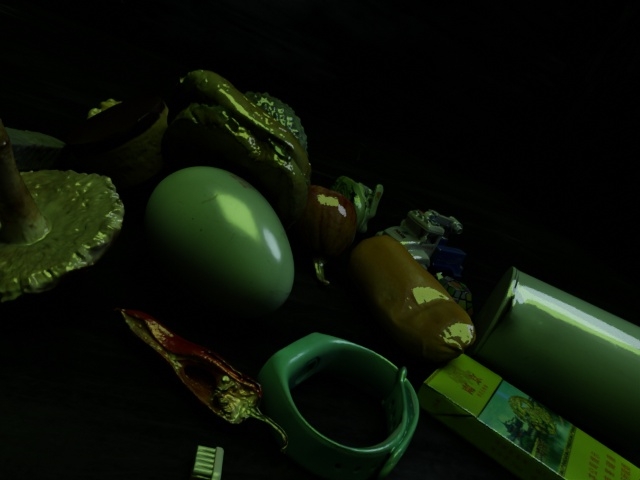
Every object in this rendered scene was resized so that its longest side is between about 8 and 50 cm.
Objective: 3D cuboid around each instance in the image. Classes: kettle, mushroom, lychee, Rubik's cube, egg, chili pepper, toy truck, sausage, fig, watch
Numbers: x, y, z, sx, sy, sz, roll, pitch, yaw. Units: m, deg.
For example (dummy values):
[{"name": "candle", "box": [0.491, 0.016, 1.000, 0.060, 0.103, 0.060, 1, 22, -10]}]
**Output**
[{"name": "kettle", "box": [0.445, 0.197, 1.078, 0.318, 0.205, 0.265, 26, 21, 9]}, {"name": "mushroom", "box": [-0.320, -0.054, 0.649, 0.208, 0.302, 0.233, 40, 48, -10]}, {"name": "lychee", "box": [-0.155, -0.198, 1.321, 0.255, 0.255, 0.274, 23, -15, -9]}, {"name": "Rubik's cube", "box": [0.249, 0.125, 1.178, 0.111, 0.111, 0.093, 28, 45, 6]}, {"name": "egg", "box": [-0.145, 0.003, 0.862, 0.264, 0.183, 0.183, 45, 25, 22]}, {"name": "chili pepper", "box": [-0.138, 0.154, 0.683, 0.268, 0.059, 0.050, 30, -20, 21]}, {"name": "toy truck", "box": [0.219, 0.020, 1.296, 0.213, 0.177, 0.161, 11, 25, -39]}, {"name": "sausage", "box": [0.156, 0.110, 1.055, 0.134, 0.116, 0.354, -13, 32, -13]}, {"name": "fig", "box": [0.002, -0.013, 1.195, 0.149, 0.202, 0.148, -8, -1, -40]}, {"name": "watch", "box": [0.030, 0.198, 0.742, 0.195, 0.068, 0.237, 34, 21, 20]}]

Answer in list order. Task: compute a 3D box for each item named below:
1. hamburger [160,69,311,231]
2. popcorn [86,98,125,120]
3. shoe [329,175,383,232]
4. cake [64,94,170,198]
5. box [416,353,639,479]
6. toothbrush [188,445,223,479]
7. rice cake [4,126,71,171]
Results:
[{"name": "hamburger", "box": [-0.136, -0.142, 0.979, 0.285, 0.265, 0.134, 36, 57, -5]}, {"name": "popcorn", "box": [-0.390, -0.227, 1.246, 0.194, 0.140, 0.163, 13, 17, -29]}, {"name": "shoe", "box": [0.078, -0.089, 1.462, 0.128, 0.140, 0.262, 15, 17, -13]}, {"name": "cake", "box": [-0.338, -0.148, 1.086, 0.185, 0.178, 0.207, -11, 30, 17]}, {"name": "box", "box": [0.313, 0.295, 0.881, 0.335, 0.047, 0.187, 32, 20, 22]}, {"name": "toothbrush", "box": [-0.096, 0.274, 0.438, 0.030, 0.025, 0.342, 16, 20, -12]}, {"name": "rice cake", "box": [-0.471, -0.135, 0.887, 0.070, 0.064, 0.399, 28, 4, -7]}]
